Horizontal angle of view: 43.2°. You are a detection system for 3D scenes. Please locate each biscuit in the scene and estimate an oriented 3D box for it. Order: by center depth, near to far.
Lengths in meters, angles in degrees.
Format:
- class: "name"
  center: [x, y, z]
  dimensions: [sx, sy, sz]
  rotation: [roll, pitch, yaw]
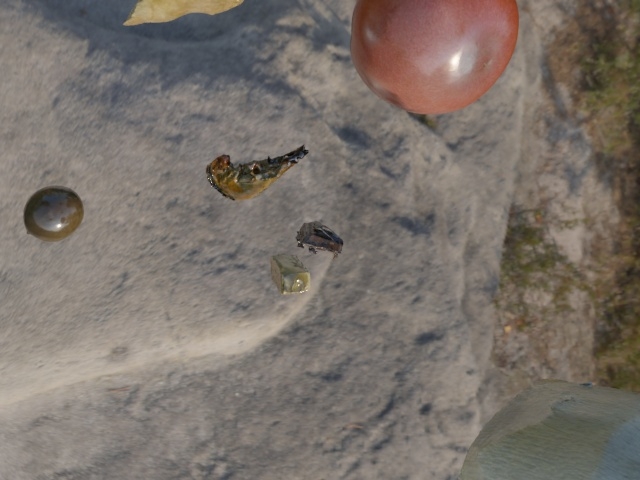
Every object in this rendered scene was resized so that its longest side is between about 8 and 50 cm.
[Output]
- class: "biscuit"
  center: [-0.056, 0.059, 1.474]
  dimensions: [0.056, 0.188, 0.052]
  rotation: [-3, 100, -9]

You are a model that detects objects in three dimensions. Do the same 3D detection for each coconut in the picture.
- class: "coconut"
  center: [0.330, 0.342, 0.999]
  dimensions: [0.346, 0.360, 0.346]
  rotation: [-2, 93, -40]

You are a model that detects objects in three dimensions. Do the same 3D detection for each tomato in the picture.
- class: "tomato"
  center: [0.172, -0.316, 1.224]
  dimensions: [0.256, 0.255, 0.224]
  rotation: [-23, 48, -28]

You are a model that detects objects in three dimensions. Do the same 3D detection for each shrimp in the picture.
- class: "shrimp"
  center: [-0.140, -0.144, 1.647]
  dimensions: [0.117, 0.262, 0.066]
  rotation: [32, 51, -28]

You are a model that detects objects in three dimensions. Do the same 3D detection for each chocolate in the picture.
- class: "chocolate"
  center: [-0.001, -0.007, 1.782]
  dimensions: [0.103, 0.329, 0.065]
  rotation: [22, 93, -4]

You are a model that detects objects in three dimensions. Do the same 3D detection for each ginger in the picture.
- class: "ginger"
  center: [-0.173, -0.334, 1.084]
  dimensions: [0.123, 0.193, 0.115]
  rotation: [31, 45, -33]

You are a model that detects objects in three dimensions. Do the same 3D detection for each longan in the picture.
- class: "longan"
  center: [-0.453, -0.044, 1.359]
  dimensions: [0.092, 0.113, 0.113]
  rotation: [51, 62, -29]
